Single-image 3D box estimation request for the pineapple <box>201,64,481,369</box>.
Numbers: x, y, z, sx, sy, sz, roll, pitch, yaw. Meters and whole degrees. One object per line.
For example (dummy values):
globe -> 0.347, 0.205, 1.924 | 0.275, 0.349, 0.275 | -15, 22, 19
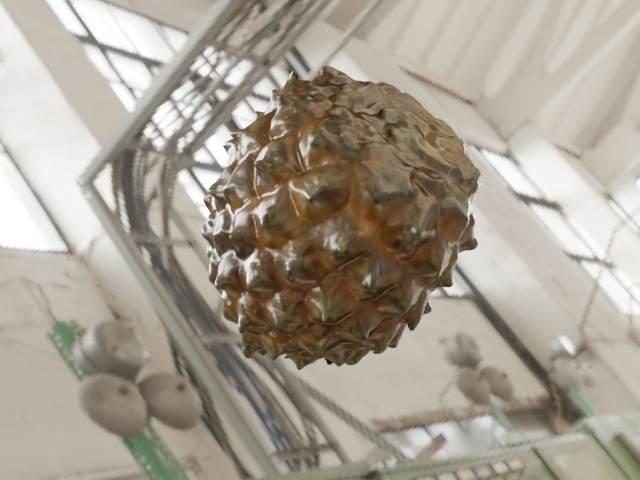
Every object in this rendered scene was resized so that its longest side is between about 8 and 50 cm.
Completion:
pineapple -> 0.000, 0.000, 0.642 | 0.166, 0.166, 0.193 | -8, -39, -47
